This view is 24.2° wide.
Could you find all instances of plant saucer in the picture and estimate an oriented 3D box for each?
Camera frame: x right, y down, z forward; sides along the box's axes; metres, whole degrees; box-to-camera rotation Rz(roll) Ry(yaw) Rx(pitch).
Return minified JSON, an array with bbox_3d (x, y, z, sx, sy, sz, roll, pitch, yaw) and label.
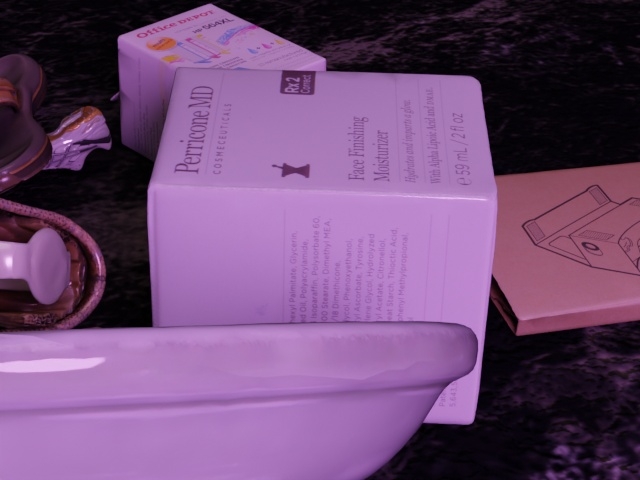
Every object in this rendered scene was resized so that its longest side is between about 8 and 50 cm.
[{"bbox_3d":[-0.133,0.090,0.613,0.400,0.100,0.400,-3,-4,0],"label":"plant saucer"}]

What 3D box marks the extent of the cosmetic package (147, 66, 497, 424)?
[{"bbox_3d":[0.000,0.000,0.858,0.184,0.151,0.151,2,31,-1],"label":"cosmetic package"}]

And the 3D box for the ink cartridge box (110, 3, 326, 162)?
[{"bbox_3d":[-0.078,-0.103,1.075,0.092,0.090,0.143,-27,43,-38],"label":"ink cartridge box"}]

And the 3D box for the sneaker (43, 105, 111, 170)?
[{"bbox_3d":[-0.185,-0.060,1.055,0.083,0.037,0.032,-30,32,-5],"label":"sneaker"}]

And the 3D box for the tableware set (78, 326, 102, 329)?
[{"bbox_3d":[-0.168,0.102,0.810,0.104,0.024,0.154,-4,34,-4],"label":"tableware set"}]

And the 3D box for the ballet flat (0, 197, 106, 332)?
[{"bbox_3d":[-0.204,0.004,0.721,0.106,0.107,0.316,3,-1,22],"label":"ballet flat"}]

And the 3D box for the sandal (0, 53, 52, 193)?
[{"bbox_3d":[-0.233,-0.087,1.038,0.090,0.060,0.219,-25,30,10],"label":"sandal"}]

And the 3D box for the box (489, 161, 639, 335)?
[{"bbox_3d":[0.195,-0.001,0.998,0.201,0.021,0.164,-6,33,-14],"label":"box"}]
